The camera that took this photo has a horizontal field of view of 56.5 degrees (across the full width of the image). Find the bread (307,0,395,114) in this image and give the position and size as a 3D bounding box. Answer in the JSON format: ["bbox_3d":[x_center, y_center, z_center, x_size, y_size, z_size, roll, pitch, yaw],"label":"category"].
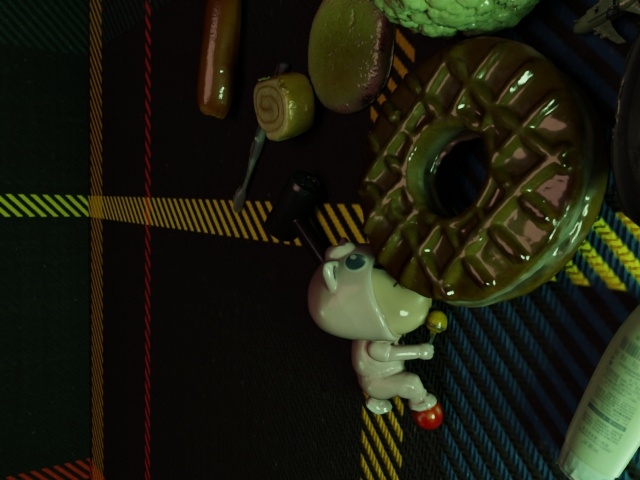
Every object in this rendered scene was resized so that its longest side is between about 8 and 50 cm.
[{"bbox_3d":[0.043,-0.326,0.994,0.228,0.033,0.229,2,92,54],"label":"bread"}]

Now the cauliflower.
[{"bbox_3d":[0.157,-0.378,0.701,0.250,0.275,0.272,-48,19,0],"label":"cauliflower"}]

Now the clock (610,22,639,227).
[{"bbox_3d":[0.317,-0.115,0.507,0.226,0.048,0.226,4,-90,-87],"label":"clock"}]

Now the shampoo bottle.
[{"bbox_3d":[0.315,0.168,0.624,0.072,0.049,0.213,38,120,42],"label":"shampoo bottle"}]

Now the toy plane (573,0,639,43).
[{"bbox_3d":[0.304,-0.243,0.635,0.083,0.033,0.080,-14,69,54],"label":"toy plane"}]

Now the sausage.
[{"bbox_3d":[-0.224,-0.421,1.316,0.089,0.083,0.300,-157,71,-64],"label":"sausage"}]

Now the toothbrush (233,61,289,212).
[{"bbox_3d":[-0.132,-0.208,1.249,0.029,0.024,0.354,60,137,45],"label":"toothbrush"}]

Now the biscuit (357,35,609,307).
[{"bbox_3d":[0.180,-0.081,0.732,0.332,0.103,0.332,-6,82,49],"label":"biscuit"}]

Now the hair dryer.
[{"bbox_3d":[0.000,0.000,1.055,0.255,0.070,0.128,53,131,29],"label":"hair dryer"}]

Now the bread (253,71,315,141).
[{"bbox_3d":[-0.072,-0.247,1.107,0.149,0.073,0.122,9,110,60],"label":"bread"}]

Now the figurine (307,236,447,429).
[{"bbox_3d":[0.093,0.129,0.875,0.186,0.176,0.288,-18,93,11],"label":"figurine"}]
